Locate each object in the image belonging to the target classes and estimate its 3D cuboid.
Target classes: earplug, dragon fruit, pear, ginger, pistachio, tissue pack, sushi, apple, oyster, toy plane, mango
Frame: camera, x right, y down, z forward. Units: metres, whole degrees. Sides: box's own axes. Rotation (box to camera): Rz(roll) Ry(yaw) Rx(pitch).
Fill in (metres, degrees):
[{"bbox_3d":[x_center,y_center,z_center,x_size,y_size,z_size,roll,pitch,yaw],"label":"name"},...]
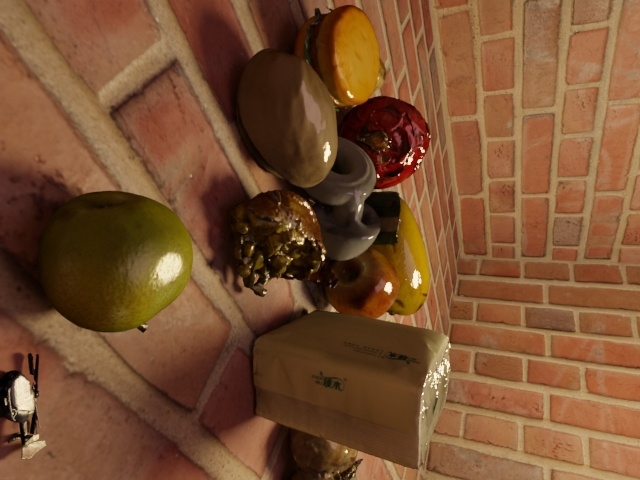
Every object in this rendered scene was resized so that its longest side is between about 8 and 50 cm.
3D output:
[{"bbox_3d":[0.041,-0.110,1.090,0.214,0.175,0.325,-12,92,-26],"label":"earplug"},{"bbox_3d":[0.179,-0.288,1.274,0.342,0.278,0.277,-36,124,-64],"label":"dragon fruit"},{"bbox_3d":[-0.253,0.045,0.547,0.180,0.166,0.216,-68,172,-59],"label":"pear"},{"bbox_3d":[-0.004,0.590,1.075,0.244,0.155,0.303,48,48,-57],"label":"ginger"},{"bbox_3d":[-0.066,-0.243,0.890,0.197,0.166,0.287,-25,119,-20],"label":"pistachio"},{"bbox_3d":[0.080,0.303,0.977,0.297,0.381,0.207,-16,110,-64],"label":"tissue pack"},{"bbox_3d":[-0.077,0.012,0.904,0.296,0.167,0.179,65,14,-54],"label":"sushi"},{"bbox_3d":[0.117,0.122,1.230,0.188,0.211,0.210,49,49,-54],"label":"apple"},{"bbox_3d":[0.098,0.773,1.416,0.108,0.053,0.166,-60,161,3],"label":"oyster"},{"bbox_3d":[-0.343,0.194,0.496,0.049,0.031,0.120,-13,101,-72],"label":"toy plane"},{"bbox_3d":[0.270,0.049,1.540,0.301,0.221,0.444,-14,101,-61],"label":"mango"}]

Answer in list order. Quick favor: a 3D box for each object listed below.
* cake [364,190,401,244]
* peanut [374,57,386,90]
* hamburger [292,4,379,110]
[{"bbox_3d":[0.121,-0.057,1.198,0.283,0.172,0.157,-94,-178,-88],"label":"cake"},{"bbox_3d":[0.131,-0.544,1.335,0.236,0.110,0.120,32,77,-59],"label":"peanut"},{"bbox_3d":[0.026,-0.439,1.056,0.246,0.170,0.245,-11,104,-51],"label":"hamburger"}]
